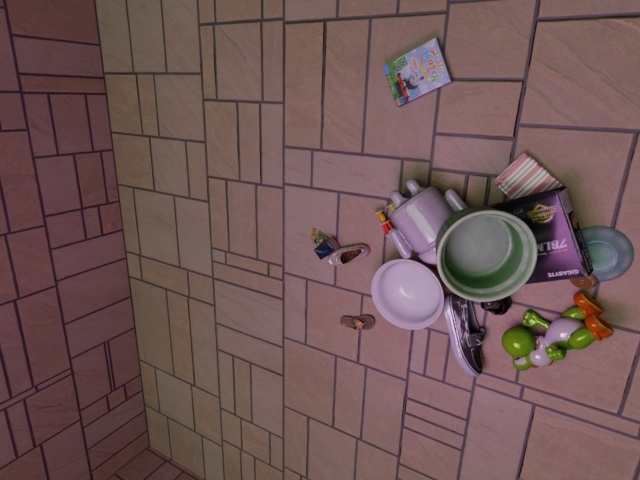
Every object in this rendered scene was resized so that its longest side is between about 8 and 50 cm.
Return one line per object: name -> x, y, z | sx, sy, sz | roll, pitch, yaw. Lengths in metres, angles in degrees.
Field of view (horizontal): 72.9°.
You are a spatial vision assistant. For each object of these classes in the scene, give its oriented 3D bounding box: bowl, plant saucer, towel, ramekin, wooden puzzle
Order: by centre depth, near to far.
ramekin -> 0.521, 0.032, 1.411 | 0.304, 0.148, 0.303 | 1, 107, 5
plant saucer -> 0.907, 0.049, 1.417 | 0.195, 0.037, 0.194 | 10, 109, 29
plant saucer -> 0.879, 0.136, 1.454 | 0.084, 0.015, 0.083 | 28, 144, 23
towel -> 0.712, -0.186, 1.471 | 0.197, 0.029, 0.144 | 45, 124, 9
bowl -> 0.365, 0.195, 1.741 | 0.298, 0.134, 0.297 | 11, 111, 29
wooden puzzle -> 0.000, 0.000, 1.978 | 0.116, 0.014, 0.078 | 33, 120, 19

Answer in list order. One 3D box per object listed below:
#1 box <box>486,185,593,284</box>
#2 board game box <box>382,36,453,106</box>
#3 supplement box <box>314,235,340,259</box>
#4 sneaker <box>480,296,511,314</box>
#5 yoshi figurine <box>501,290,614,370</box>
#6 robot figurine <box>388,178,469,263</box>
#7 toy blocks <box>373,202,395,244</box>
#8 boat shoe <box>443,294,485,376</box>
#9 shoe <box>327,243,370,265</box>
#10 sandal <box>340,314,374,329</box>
box -> 0.709, -0.002, 1.459 | 0.296, 0.073, 0.293 | -15, 94, 49
board game box -> 0.347, -0.599, 1.557 | 0.212, 0.039, 0.160 | -18, 95, 34
supplement box -> 0.029, 0.032, 1.918 | 0.083, 0.083, 0.056 | -32, 94, 27
sneaker -> 0.614, 0.173, 1.583 | 0.087, 0.130, 0.227 | -28, 87, 33
yoshi figurine -> 0.783, 0.327, 1.503 | 0.362, 0.204, 0.203 | -50, 61, 35
robot figurine -> 0.399, -0.058, 1.598 | 0.300, 0.200, 0.353 | -37, 85, 18
toy blocks -> 0.298, -0.068, 1.747 | 0.123, 0.054, 0.148 | -30, 88, 35
boat shoe -> 0.574, 0.367, 1.673 | 0.119, 0.121, 0.334 | -19, 93, 39
shoe -> 0.113, 0.064, 1.901 | 0.219, 0.058, 0.076 | -21, 94, 35
sandal -> 0.164, 0.378, 1.975 | 0.180, 0.049, 0.072 | -5, 102, 33
